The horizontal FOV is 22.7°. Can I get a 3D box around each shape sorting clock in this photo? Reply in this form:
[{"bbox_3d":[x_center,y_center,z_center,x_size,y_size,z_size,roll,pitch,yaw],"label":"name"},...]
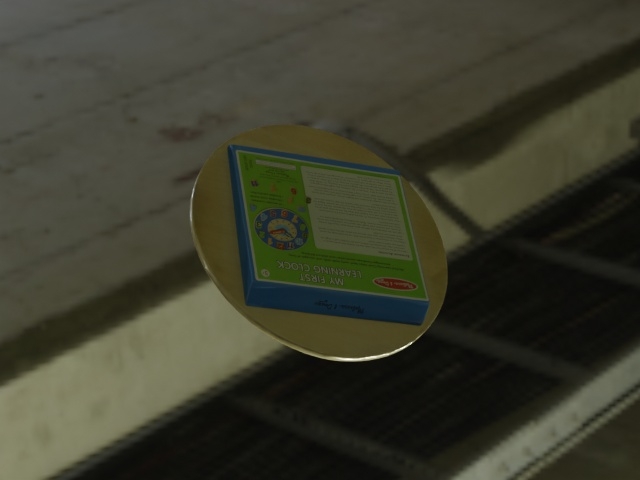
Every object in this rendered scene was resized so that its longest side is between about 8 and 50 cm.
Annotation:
[{"bbox_3d":[0.000,0.000,1.185,0.206,0.040,0.206,16,-133,-17],"label":"shape sorting clock"}]
